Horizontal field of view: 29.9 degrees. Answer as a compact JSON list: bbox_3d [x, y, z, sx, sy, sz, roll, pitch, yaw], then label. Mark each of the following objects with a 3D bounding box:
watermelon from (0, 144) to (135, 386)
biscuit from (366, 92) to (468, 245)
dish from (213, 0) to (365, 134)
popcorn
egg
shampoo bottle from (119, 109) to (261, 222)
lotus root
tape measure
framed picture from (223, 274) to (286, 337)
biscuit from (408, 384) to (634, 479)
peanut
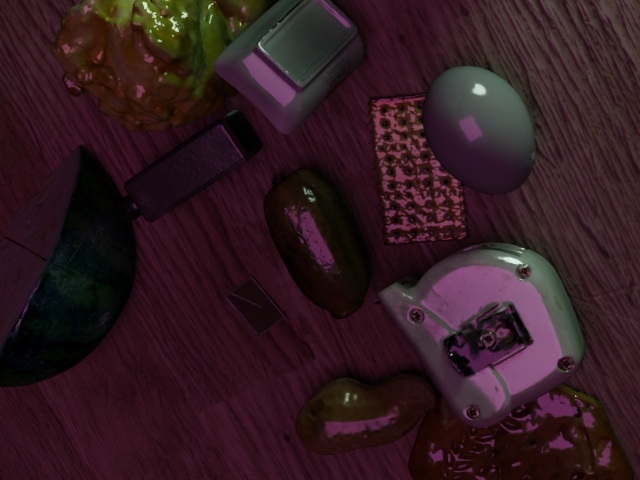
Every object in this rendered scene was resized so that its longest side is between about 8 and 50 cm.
[{"bbox_3d":[-0.403,0.072,1.965,0.292,0.319,0.222,-35,131,30],"label":"watermelon"},{"bbox_3d":[0.145,-0.107,1.812,0.139,0.016,0.231,-4,107,16],"label":"biscuit"},{"bbox_3d":[-0.030,-0.270,1.698,0.151,0.212,0.077,43,148,-1],"label":"dish"},{"bbox_3d":[-0.242,-0.295,1.734,0.237,0.293,0.293,14,113,31],"label":"popcorn"},{"bbox_3d":[0.226,-0.154,1.702,0.146,0.146,0.199,-23,108,21],"label":"egg"},{"bbox_3d":[-0.213,-0.108,1.878,0.246,0.080,0.079,-31,96,22],"label":"shampoo bottle"},{"bbox_3d":[0.000,0.000,1.831,0.123,0.124,0.241,-25,100,30],"label":"lotus root"},{"bbox_3d":[0.243,0.130,1.791,0.265,0.130,0.258,-35,84,21],"label":"tape measure"},{"bbox_3d":[-0.108,0.108,1.963,0.066,0.007,0.089,-39,95,24],"label":"framed picture"},{"bbox_3d":[0.314,0.369,1.916,0.359,0.046,0.359,5,108,14],"label":"biscuit"},{"bbox_3d":[0.069,0.272,1.916,0.236,0.120,0.110,-20,136,16],"label":"peanut"}]
